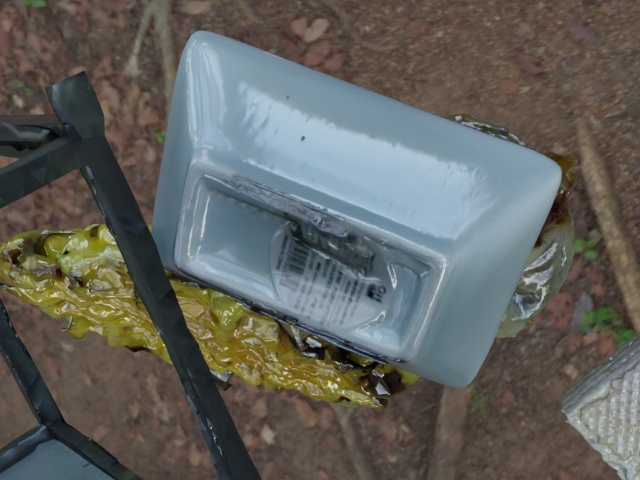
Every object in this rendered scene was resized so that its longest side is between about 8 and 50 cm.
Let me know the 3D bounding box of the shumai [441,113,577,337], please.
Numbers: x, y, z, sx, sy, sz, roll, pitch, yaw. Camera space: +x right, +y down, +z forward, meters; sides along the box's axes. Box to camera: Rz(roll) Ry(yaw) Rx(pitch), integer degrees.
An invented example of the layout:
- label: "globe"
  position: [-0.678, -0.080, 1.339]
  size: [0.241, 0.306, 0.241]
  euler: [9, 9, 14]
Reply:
- label: "shumai"
  position: [0.124, -0.003, 0.796]
  size: [0.201, 0.120, 0.201]
  euler: [1, 98, 5]

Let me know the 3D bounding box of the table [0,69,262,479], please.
- label: "table"
  position: [-0.211, 0.089, 0.465]
  size: [0.335, 0.222, 0.272]
  euler: [9, 126, 54]

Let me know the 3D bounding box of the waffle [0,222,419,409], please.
- label: "waffle"
  position: [-0.111, 0.071, 0.921]
  size: [0.382, 0.379, 0.095]
  euler: [-1, 68, 37]

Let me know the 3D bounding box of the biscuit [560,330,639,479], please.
- label: "biscuit"
  position: [0.326, 0.105, 0.818]
  size: [0.239, 0.062, 0.108]
  euler: [-43, 93, 15]

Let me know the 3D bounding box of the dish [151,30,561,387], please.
- label: "dish"
  position: [0.000, 0.000, 0.590]
  size: [0.243, 0.080, 0.182]
  euler: [21, 124, 8]
